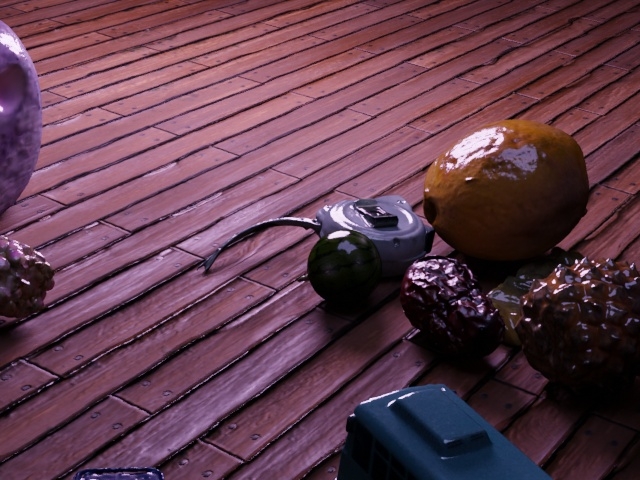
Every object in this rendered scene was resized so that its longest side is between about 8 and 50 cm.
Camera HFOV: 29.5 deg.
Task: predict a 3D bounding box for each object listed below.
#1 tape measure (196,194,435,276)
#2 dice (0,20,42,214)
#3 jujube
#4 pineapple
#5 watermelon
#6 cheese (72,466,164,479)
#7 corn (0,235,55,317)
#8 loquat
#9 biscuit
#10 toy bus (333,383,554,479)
[{"bbox_3d":[0.000,-0.001,1.655,0.330,0.084,0.164,-8,25,-29],"label":"tape measure"},{"bbox_3d":[-0.565,-0.169,1.671,0.270,0.270,0.271,19,29,25],"label":"dice"},{"bbox_3d":[0.160,0.089,1.496,0.104,0.104,0.166,-6,36,-22],"label":"jujube"},{"bbox_3d":[0.336,0.098,1.439,0.193,0.166,0.166,-15,32,-25],"label":"pineapple"},{"bbox_3d":[0.026,0.036,1.570,0.109,0.109,0.109,5,26,-2],"label":"watermelon"},{"bbox_3d":[-0.174,0.285,1.051,0.177,0.069,0.270,0,26,-11],"label":"cheese"},{"bbox_3d":[-0.490,0.022,1.483,0.335,0.127,0.126,17,28,14],"label":"corn"},{"bbox_3d":[0.261,-0.072,1.712,0.238,0.193,0.238,-7,10,1],"label":"loquat"},{"bbox_3d":[0.324,0.081,1.604,0.187,0.036,0.273,23,31,31],"label":"biscuit"},{"bbox_3d":[0.126,0.243,1.113,0.128,0.147,0.256,-9,30,-30],"label":"toy bus"}]
